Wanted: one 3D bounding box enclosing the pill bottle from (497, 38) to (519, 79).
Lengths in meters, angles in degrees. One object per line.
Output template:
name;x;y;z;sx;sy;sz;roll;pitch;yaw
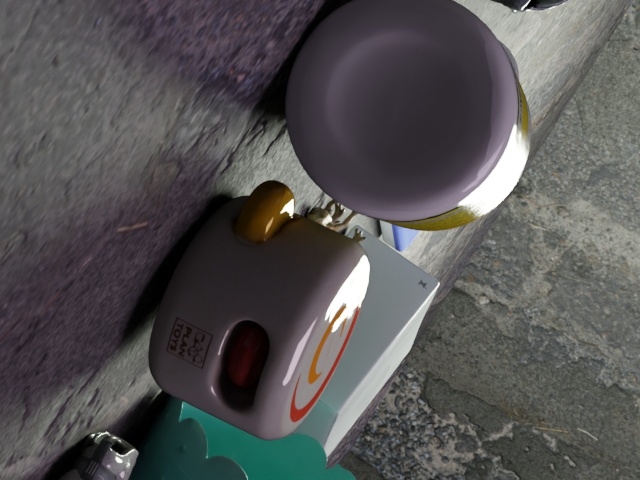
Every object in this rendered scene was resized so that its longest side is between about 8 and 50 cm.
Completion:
pill bottle;0.154;-0.146;1.801;0.112;0.112;0.186;-51;170;-19

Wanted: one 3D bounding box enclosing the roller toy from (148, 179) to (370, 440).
roller toy;-0.058;0.063;1.398;0.191;0.146;0.209;-61;167;-19

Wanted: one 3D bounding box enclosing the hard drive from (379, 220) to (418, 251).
hard drive;0.151;-0.105;2.134;0.210;0.040;0.318;-54;170;-6

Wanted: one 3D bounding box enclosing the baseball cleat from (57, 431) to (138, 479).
baseball cleat;-0.210;0.248;1.520;0.109;0.072;0.206;-57;176;-28

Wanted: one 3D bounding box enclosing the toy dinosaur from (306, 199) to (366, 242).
toy dinosaur;0.000;0.000;1.794;0.093;0.053;0.183;-32;153;-26

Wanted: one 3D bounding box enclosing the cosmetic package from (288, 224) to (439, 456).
cosmetic package;0.019;0.138;2.037;0.224;0.138;0.224;-50;170;-25

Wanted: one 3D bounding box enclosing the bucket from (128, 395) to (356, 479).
bucket;-0.093;0.290;1.681;0.183;0.281;0.281;-53;171;9

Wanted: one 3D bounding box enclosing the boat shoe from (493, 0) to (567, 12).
boat shoe;0.231;-0.292;1.707;0.108;0.102;0.301;-58;169;19

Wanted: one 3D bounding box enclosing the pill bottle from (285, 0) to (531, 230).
pill bottle;0.089;-0.103;1.417;0.188;0.188;0.334;-56;170;4
